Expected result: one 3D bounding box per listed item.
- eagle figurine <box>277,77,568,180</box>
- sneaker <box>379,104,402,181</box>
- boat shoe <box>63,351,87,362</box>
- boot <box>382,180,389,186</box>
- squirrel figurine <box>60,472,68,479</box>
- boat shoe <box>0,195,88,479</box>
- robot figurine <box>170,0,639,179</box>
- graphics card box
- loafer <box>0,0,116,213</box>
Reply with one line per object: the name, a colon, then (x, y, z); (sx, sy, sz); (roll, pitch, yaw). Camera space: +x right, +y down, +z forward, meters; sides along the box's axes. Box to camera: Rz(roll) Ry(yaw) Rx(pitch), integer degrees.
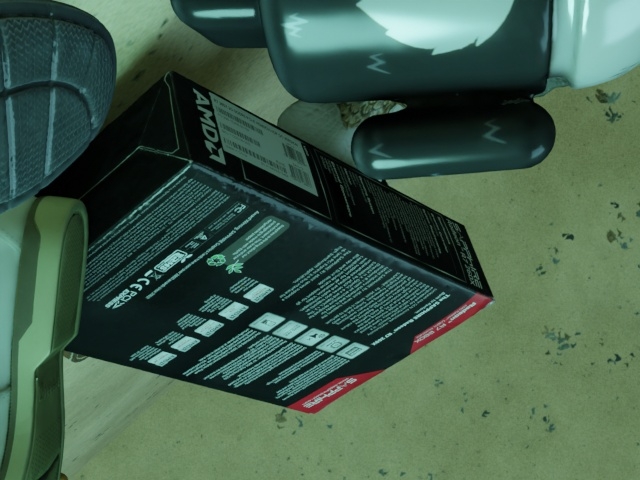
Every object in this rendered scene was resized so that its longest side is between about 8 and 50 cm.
eagle figurine: (0.066, -0.182, 0.815); (0.226, 0.225, 0.298); (-27, -179, -16)
sneaker: (0.033, -0.128, 1.285); (0.235, 0.094, 0.153); (-62, 162, 9)
boat shoe: (-0.169, 0.034, 1.149); (0.324, 0.116, 0.123); (-44, 174, 21)
boot: (0.003, 0.002, 1.723); (0.260, 0.131, 0.348); (-44, -167, 12)
squirrel figurine: (-0.404, 0.276, 0.915); (0.397, 0.281, 0.370); (-19, -151, 53)
boat shoe: (-0.224, 0.116, 0.683); (0.113, 0.103, 0.302); (96, 2, -85)
robot figurine: (0.061, -0.162, 0.575); (0.173, 0.278, 0.209); (-81, 167, -50)
graphics card box: (-0.055, 0.027, 0.872); (0.233, 0.094, 0.371); (-36, 144, 28)
loafer: (-0.206, -0.052, 0.460); (0.302, 0.095, 0.109); (-43, 147, -56)
